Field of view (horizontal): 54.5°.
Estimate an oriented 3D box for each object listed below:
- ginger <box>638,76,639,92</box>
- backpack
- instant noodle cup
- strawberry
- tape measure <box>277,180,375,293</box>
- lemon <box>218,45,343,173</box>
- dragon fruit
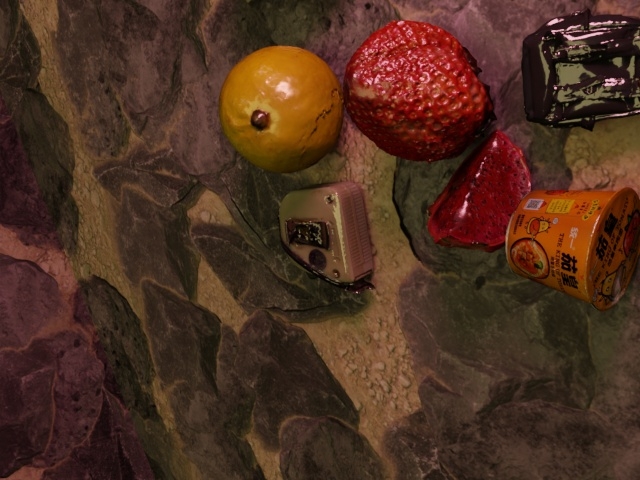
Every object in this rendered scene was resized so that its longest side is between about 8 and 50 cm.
[{"bbox_3d":[0.605,-0.165,0.914,0.200,0.223,0.269,-14,75,40],"label":"ginger"},{"bbox_3d":[0.463,-0.287,1.053,0.258,0.133,0.206,2,109,32],"label":"backpack"},{"bbox_3d":[0.447,0.001,1.110,0.172,0.216,0.215,16,114,46],"label":"instant noodle cup"},{"bbox_3d":[0.172,-0.273,1.187,0.250,0.288,0.238,62,145,33],"label":"strawberry"},{"bbox_3d":[0.000,0.000,1.527,0.231,0.133,0.271,-3,105,40],"label":"tape measure"},{"bbox_3d":[-0.082,-0.290,1.388,0.297,0.297,0.297,14,113,36],"label":"lemon"},{"bbox_3d":[0.306,-0.066,1.243,0.134,0.262,0.211,35,162,-14],"label":"dragon fruit"}]
